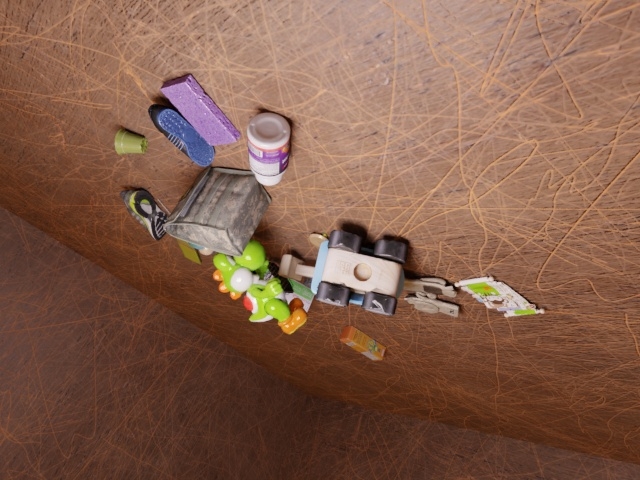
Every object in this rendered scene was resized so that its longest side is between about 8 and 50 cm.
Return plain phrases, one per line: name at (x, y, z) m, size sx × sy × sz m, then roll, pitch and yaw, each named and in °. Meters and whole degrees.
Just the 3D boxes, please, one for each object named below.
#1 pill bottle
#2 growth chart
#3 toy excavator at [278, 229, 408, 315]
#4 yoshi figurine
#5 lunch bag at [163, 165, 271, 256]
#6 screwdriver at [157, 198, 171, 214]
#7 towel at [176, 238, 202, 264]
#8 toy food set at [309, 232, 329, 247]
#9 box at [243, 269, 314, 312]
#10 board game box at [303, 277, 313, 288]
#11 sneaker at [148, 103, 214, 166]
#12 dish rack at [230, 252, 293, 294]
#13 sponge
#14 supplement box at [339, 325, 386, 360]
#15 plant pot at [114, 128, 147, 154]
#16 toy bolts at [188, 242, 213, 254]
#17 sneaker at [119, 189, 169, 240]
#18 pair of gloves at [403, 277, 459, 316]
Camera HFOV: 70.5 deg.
pill bottle at (-0.135, -0.230, 1.187) m, size 0.108 × 0.108 × 0.193 m, roll 22°, pitch 153°, yaw 5°
growth chart at (0.562, 0.180, 1.441) m, size 0.237 × 0.021 × 0.172 m, roll 32°, pitch 153°, yaw -12°
toy excavator at (0.055, 0.119, 1.554) m, size 0.432 × 0.223 × 0.445 m, roll 12°, pitch 168°, yaw 3°
yoshi figurine at (-0.187, 0.133, 1.534) m, size 0.362 × 0.203 × 0.203 m, roll 43°, pitch 133°, yaw -15°
lunch bag at (-0.341, -0.104, 1.436) m, size 0.286 × 0.235 × 0.169 m, roll 11°, pitch 148°, yaw 24°
screwdriver at (-0.634, -0.114, 1.896) m, size 0.025 × 0.024 × 0.170 m, roll -20°, pitch 134°, yaw 16°
towel at (-0.631, 0.041, 2.174) m, size 0.102 × 0.021 × 0.237 m, roll 26°, pitch 154°, yaw 9°
toy food set at (0.000, 0.000, 1.579) m, size 0.082 × 0.020 × 0.083 m, roll 9°, pitch 149°, yaw 27°
box at (-0.190, 0.250, 2.062) m, size 0.261 × 0.127 × 0.231 m, roll 29°, pitch 152°, yaw -8°
board game box at (0.030, 0.170, 1.813) m, size 0.194 × 0.060 × 0.194 m, roll 20°, pitch 153°, yaw 7°
sneaker at (-0.400, -0.308, 1.314) m, size 0.090 × 0.081 × 0.232 m, roll 35°, pitch 170°, yaw 37°
dish rack at (-0.214, 0.120, 1.774) m, size 0.271 × 0.074 × 0.208 m, roll 14°, pitch -148°, yaw -49°
sponge at (-0.321, -0.344, 1.222) m, size 0.117 × 0.031 × 0.210 m, roll 2°, pitch 146°, yaw 39°
supplement box at (0.213, 0.512, 2.251) m, size 0.233 × 0.078 × 0.080 m, roll 35°, pitch 148°, yaw -21°
plant pot at (-0.609, -0.315, 1.471) m, size 0.079 × 0.083 × 0.083 m, roll 9°, pitch 152°, yaw 2°
toy bolts at (-0.358, -0.008, 1.588) m, size 0.228 × 0.218 × 0.159 m, roll -15°, pitch 138°, yaw 8°
sneaker at (-0.734, -0.115, 1.908) m, size 0.121 × 0.111 × 0.300 m, roll 24°, pitch 149°, yaw 24°
pair of gloves at (0.378, 0.188, 1.583) m, size 0.204 × 0.042 × 0.240 m, roll 5°, pitch 149°, yaw 27°
